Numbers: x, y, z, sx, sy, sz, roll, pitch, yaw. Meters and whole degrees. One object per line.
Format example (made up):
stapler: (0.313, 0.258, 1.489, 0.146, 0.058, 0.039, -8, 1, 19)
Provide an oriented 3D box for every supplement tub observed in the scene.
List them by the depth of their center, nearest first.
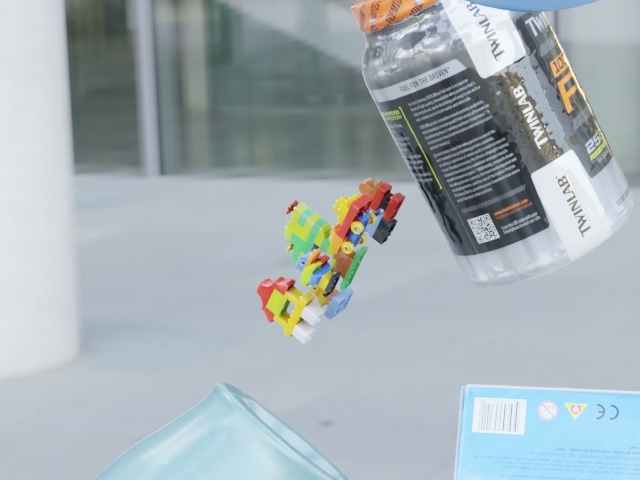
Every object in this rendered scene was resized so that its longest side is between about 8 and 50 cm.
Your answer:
supplement tub: (0.179, -0.137, 1.984, 0.207, 0.338, 0.207, -27, 12, 6)

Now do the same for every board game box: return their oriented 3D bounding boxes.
board game box: (0.287, 0.192, 1.437, 0.308, 0.086, 0.302, 1, -18, 19)

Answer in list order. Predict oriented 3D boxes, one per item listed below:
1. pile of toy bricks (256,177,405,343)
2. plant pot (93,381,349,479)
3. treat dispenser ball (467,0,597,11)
pile of toy bricks: (0.000, 0.000, 2.067, 0.105, 0.212, 0.118, 39, 42, 15)
plant pot: (-0.104, 0.288, 1.788, 0.271, 0.255, 0.271, 40, -1, 1)
treat dispenser ball: (0.149, -0.304, 1.292, 0.288, 0.288, 0.288, -2, 8, 0)
